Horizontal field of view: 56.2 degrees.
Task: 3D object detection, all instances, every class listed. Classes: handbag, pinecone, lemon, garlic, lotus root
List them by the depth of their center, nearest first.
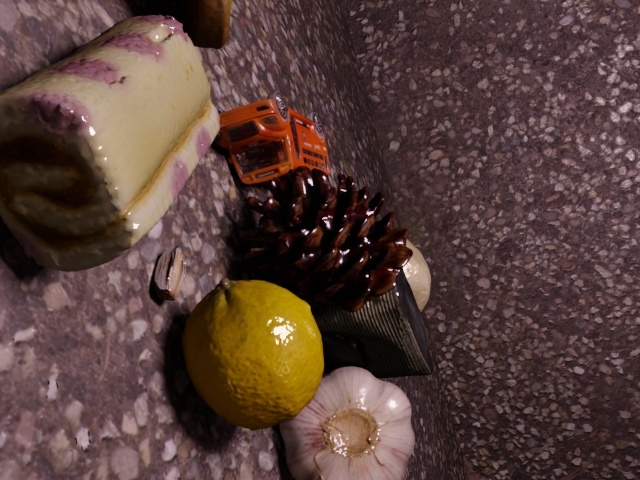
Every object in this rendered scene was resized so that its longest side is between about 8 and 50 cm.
[{"bbox_3d":[-0.209,0.047,0.830,0.037,0.030,0.083,66,21,-46],"label":"lotus root"},{"bbox_3d":[-0.092,0.156,0.839,0.192,0.192,0.231,-66,141,-62],"label":"lemon"},{"bbox_3d":[-0.001,-0.007,1.073,0.242,0.295,0.298,-68,-163,5],"label":"pinecone"},{"bbox_3d":[0.053,0.369,1.107,0.253,0.245,0.245,89,-5,-65],"label":"garlic"},{"bbox_3d":[0.090,0.156,1.304,0.247,0.240,0.341,-92,159,-43],"label":"handbag"}]

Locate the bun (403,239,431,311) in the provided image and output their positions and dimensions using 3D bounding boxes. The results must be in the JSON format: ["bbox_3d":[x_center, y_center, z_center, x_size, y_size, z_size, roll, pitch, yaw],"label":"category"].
[{"bbox_3d":[0.151,0.113,1.521,0.152,0.259,0.260,-31,106,-57],"label":"bun"}]

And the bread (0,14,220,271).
[{"bbox_3d":[-0.237,-0.128,0.688,0.338,0.155,0.187,-80,158,-57],"label":"bread"}]

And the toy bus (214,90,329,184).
[{"bbox_3d":[-0.089,-0.186,1.193,0.329,0.142,0.153,-1,78,-73],"label":"toy bus"}]

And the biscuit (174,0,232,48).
[{"bbox_3d":[-0.206,-0.518,0.957,0.350,0.070,0.395,-129,-149,-55],"label":"biscuit"}]
